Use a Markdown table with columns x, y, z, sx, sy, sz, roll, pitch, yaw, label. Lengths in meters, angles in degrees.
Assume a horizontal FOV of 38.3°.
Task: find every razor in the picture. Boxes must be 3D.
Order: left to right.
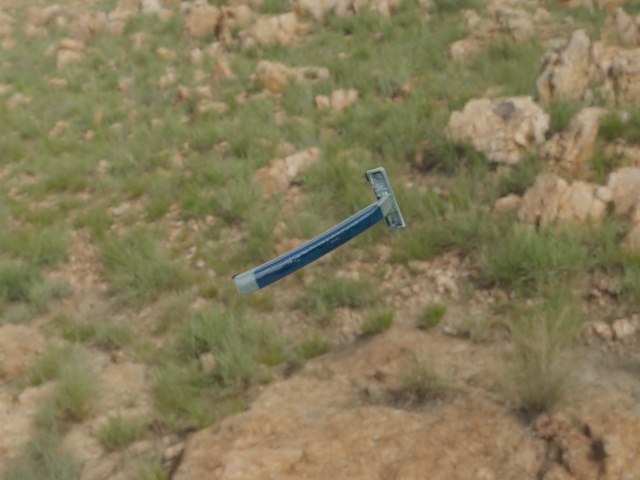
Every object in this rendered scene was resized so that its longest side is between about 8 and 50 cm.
| x | y | z | sx | sy | sz | roll | pitch | yaw | label |
| --- | --- | --- | --- | --- | --- | --- | --- | --- | --- |
| 0.002 | 0.000 | 0.884 | 0.191 | 0.068 | 0.037 | -31 | 19 | -25 | razor |
